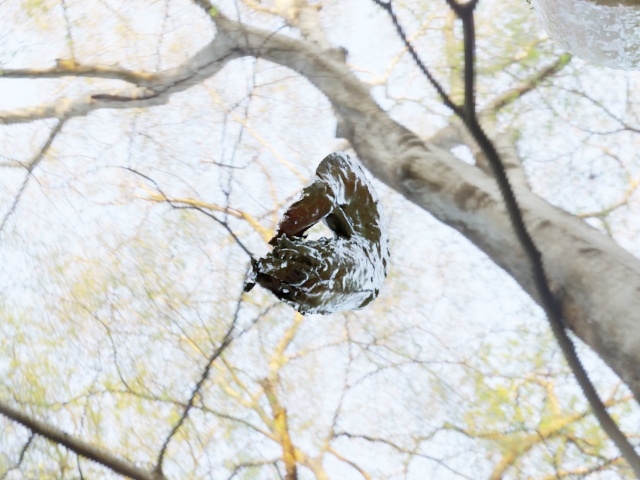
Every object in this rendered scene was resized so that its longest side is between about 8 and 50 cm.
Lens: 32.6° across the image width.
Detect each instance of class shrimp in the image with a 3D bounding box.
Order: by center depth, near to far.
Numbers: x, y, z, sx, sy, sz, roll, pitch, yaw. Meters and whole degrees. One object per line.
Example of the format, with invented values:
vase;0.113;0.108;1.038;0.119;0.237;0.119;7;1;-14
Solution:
shrimp;0.000;0.000;0.662;0.042;0.190;0.101;-9;-84;25

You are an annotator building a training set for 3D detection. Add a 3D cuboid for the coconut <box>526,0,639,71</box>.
coconut;0.141;-0.143;0.486;0.116;0.116;0.122;-54;-26;-5
